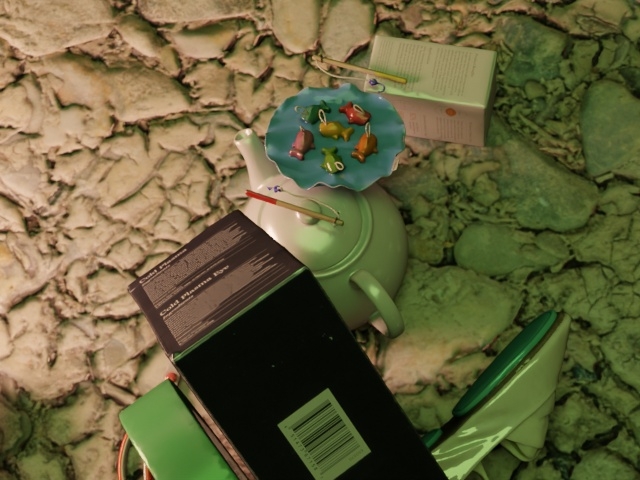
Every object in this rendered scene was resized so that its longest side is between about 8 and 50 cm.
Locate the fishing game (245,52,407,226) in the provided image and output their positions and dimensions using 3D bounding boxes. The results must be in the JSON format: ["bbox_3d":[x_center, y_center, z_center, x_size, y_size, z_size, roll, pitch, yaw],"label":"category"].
[{"bbox_3d":[0.020,-0.139,1.693,0.189,0.041,0.264,20,58,15],"label":"fishing game"}]

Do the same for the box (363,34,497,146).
[{"bbox_3d":[0.156,-0.208,1.823,0.171,0.130,0.091,10,71,10],"label":"box"}]

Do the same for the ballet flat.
[{"bbox_3d":[0.197,0.262,1.654,0.400,0.139,0.139,-43,70,-5],"label":"ballet flat"}]

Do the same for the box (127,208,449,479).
[{"bbox_3d":[-0.042,0.171,1.529,0.179,0.312,0.343,-36,111,-7],"label":"box"}]

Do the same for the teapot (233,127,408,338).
[{"bbox_3d":[0.000,0.000,1.733,0.256,0.187,0.252,6,70,8],"label":"teapot"}]

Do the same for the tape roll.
[{"bbox_3d":[-0.116,0.313,1.554,0.077,0.321,0.321,-37,69,-6],"label":"tape roll"}]

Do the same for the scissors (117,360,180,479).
[{"bbox_3d":[-0.216,0.204,1.769,0.109,0.021,0.297,-3,70,8],"label":"scissors"}]
